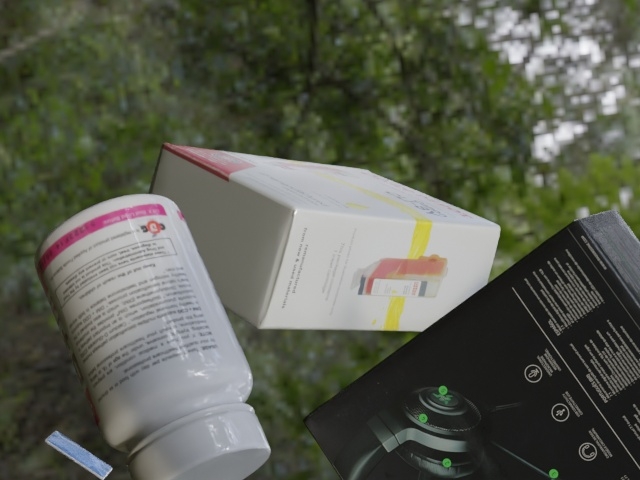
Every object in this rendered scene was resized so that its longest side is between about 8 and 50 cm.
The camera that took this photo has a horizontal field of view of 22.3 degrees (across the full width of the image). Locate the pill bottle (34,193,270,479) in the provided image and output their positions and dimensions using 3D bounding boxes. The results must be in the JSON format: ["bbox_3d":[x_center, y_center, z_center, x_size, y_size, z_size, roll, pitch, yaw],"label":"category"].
[{"bbox_3d":[-0.164,0.110,1.609,0.160,0.160,0.283,98,-31,-65],"label":"pill bottle"}]

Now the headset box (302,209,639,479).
[{"bbox_3d":[0.164,0.158,1.195,0.246,0.283,0.131,55,20,10],"label":"headset box"}]

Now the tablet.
[{"bbox_3d":[-0.286,0.255,1.922,0.006,0.083,0.054,-56,179,7],"label":"tablet"}]

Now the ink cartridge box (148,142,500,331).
[{"bbox_3d":[0.000,0.000,2.110,0.279,0.385,0.160,26,-75,44],"label":"ink cartridge box"}]
